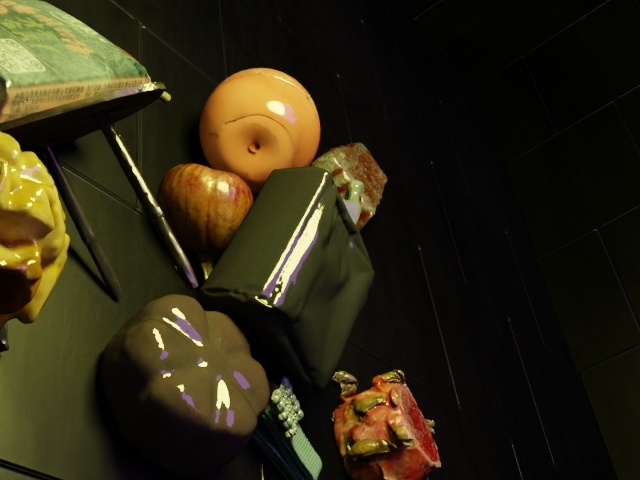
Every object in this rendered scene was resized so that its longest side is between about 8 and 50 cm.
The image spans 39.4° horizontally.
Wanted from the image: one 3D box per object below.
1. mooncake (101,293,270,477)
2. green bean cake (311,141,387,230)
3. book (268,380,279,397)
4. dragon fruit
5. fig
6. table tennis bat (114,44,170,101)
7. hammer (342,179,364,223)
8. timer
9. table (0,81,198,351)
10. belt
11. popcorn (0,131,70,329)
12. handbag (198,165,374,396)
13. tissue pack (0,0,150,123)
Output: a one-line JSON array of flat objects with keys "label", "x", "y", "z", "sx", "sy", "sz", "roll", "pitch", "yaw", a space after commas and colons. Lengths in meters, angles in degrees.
[{"label": "mooncake", "x": -0.181, "y": 0.196, "z": 1.224, "sx": 0.245, "sy": 0.133, "sz": 0.245, "roll": 36, "pitch": 31, "yaw": -26}, {"label": "green bean cake", "x": 0.079, "y": -0.126, "z": 2.102, "sx": 0.199, "sy": 0.097, "sz": 0.232, "roll": 57, "pitch": 25, "yaw": -1}, {"label": "book", "x": -0.094, "y": 0.227, "z": 1.477, "sx": 0.111, "sy": 0.014, "sz": 0.077, "roll": 59, "pitch": 25, "yaw": 2}, {"label": "dragon fruit", "x": 0.126, "y": 0.344, "z": 1.603, "sx": 0.211, "sy": 0.147, "sz": 0.282, "roll": 10, "pitch": 54, "yaw": -58}, {"label": "fig", "x": -0.182, "y": -0.034, "z": 1.473, "sx": 0.149, "sy": 0.148, "sz": 0.202, "roll": -28, "pitch": 118, "yaw": -38}, {"label": "table tennis bat", "x": -0.335, "y": -0.301, "z": 1.633, "sx": 0.156, "sy": 0.013, "sz": 0.087, "roll": 33, "pitch": 33, "yaw": -40}, {"label": "hammer", "x": -0.013, "y": -0.100, "z": 1.901, "sx": 0.226, "sy": 0.041, "sz": 0.159, "roll": 30, "pitch": 58, "yaw": -21}, {"label": "timer", "x": -0.114, "y": -0.207, "z": 1.683, "sx": 0.230, "sy": 0.229, "sz": 0.215, "roll": 50, "pitch": 17, "yaw": -17}, {"label": "table", "x": -0.326, "y": -0.020, "z": 1.122, "sx": 0.317, "sy": 0.317, "sz": 0.249, "roll": -27, "pitch": 100, "yaw": -65}, {"label": "belt", "x": -0.048, "y": 0.303, "z": 1.382, "sx": 0.179, "sy": 0.100, "sz": 0.065, "roll": 55, "pitch": 29, "yaw": -15}, {"label": "popcorn", "x": -0.405, "y": -0.004, "z": 0.903, "sx": 0.332, "sy": 0.265, "sz": 0.225, "roll": 28, "pitch": -13, "yaw": 31}, {"label": "handbag", "x": -0.052, "y": 0.070, "z": 1.441, "sx": 0.302, "sy": 0.177, "sz": 0.275, "roll": -64, "pitch": 147, "yaw": -38}, {"label": "tissue pack", "x": -0.414, "y": -0.248, "z": 1.233, "sx": 0.228, "sy": 0.103, "sz": 0.315, "roll": 36, "pitch": 23, "yaw": 11}]
